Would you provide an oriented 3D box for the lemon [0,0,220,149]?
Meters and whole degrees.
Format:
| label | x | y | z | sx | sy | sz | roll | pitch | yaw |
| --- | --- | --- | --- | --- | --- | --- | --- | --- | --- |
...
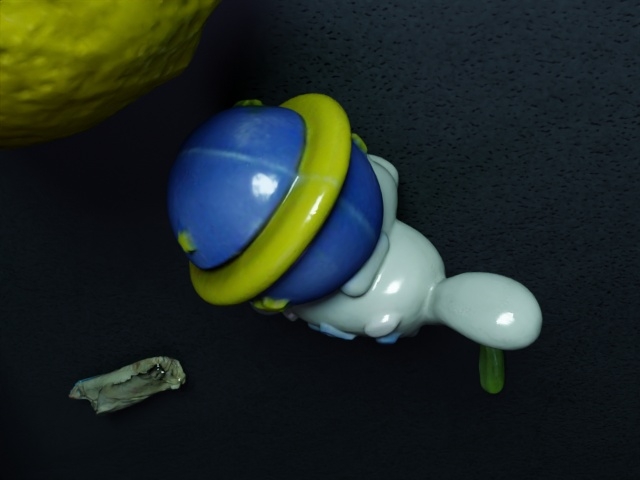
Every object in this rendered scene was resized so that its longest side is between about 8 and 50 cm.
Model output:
| label | x | y | z | sx | sy | sz | roll | pitch | yaw |
| --- | --- | --- | --- | --- | --- | --- | --- | --- | --- |
| lemon | -0.166 | -0.162 | 0.457 | 0.233 | 0.234 | 0.288 | 36 | 137 | -27 |

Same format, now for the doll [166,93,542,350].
| label | x | y | z | sx | sy | sz | roll | pitch | yaw |
| --- | --- | --- | --- | --- | --- | --- | --- | --- | --- |
| doll | -0.013 | -0.010 | 0.692 | 0.242 | 0.160 | 0.311 | 15 | 166 | -24 |

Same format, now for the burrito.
| label | x | y | z | sx | sy | sz | roll | pitch | yaw |
| --- | --- | --- | --- | --- | --- | --- | --- | --- | --- |
| burrito | -0.218 | 0.164 | 1.012 | 0.171 | 0.042 | 0.051 | -27 | 131 | 34 |

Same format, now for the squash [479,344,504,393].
| label | x | y | z | sx | sy | sz | roll | pitch | yaw |
| --- | --- | --- | --- | --- | --- | --- | --- | --- | --- |
| squash | 0.165 | 0.116 | 0.869 | 0.027 | 0.027 | 0.089 | 1 | 135 | 12 |
